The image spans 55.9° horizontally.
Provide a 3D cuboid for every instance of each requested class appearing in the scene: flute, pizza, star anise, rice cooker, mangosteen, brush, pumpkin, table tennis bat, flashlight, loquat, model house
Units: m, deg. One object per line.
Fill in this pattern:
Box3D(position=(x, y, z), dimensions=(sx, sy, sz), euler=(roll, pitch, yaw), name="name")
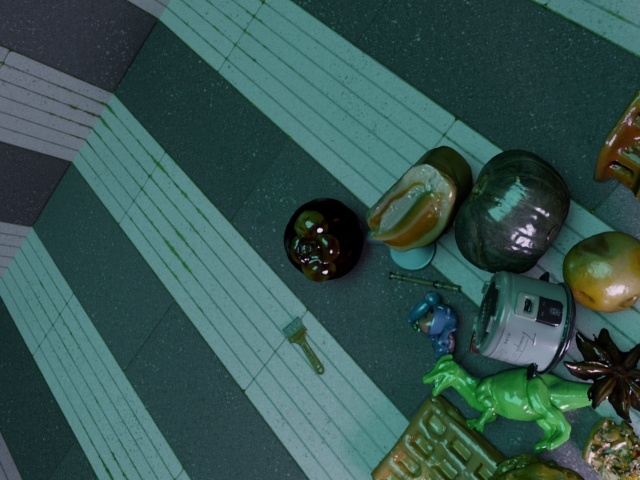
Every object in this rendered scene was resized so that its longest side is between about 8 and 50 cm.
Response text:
Box3D(position=(0.317, 0.128, 1.847), dimensions=(0.233, 0.027, 0.027), euler=(10, 87, 33), name="flute")
Box3D(position=(0.750, 0.550, 1.478), dimensions=(0.147, 0.069, 0.226), euler=(-47, 61, 15), name="pizza")
Box3D(position=(0.698, 0.333, 1.456), dimensions=(0.271, 0.272, 0.102), euler=(56, 150, 26), name="star anise")
Box3D(position=(0.520, 0.204, 1.515), dimensions=(0.227, 0.241, 0.280), euler=(15, 65, 4), name="rice cooker")
Box3D(position=(-0.002, -0.002, 1.918), dimensions=(0.233, 0.288, 0.287), euler=(30, 98, 37), name="mangosteen")
Box3D(position=(-0.051, 0.365, 2.047), dimensions=(0.082, 0.010, 0.218), euler=(-44, 62, 18), name="brush")
Box3D(position=(0.505, -0.070, 1.611), dimensions=(0.258, 0.291, 0.327), euler=(31, 117, -4), name="pumpkin")
Box3D(position=(0.251, 0.011, 1.905), dimensions=(0.237, 0.038, 0.148), euler=(13, 90, 29), name="table tennis bat")
Box3D(position=(0.311, 0.206, 1.825), dimensions=(0.129, 0.051, 0.051), euler=(-50, 60, 19), name="flashlight")
Box3D(position=(0.713, 0.072, 1.507), dimensions=(0.213, 0.213, 0.212), euler=(-6, 79, 31), name="loquat")
Box3D(position=(0.828, -0.212, 1.476), dimensions=(0.173, 0.268, 0.239), euler=(-45, 61, -5), name="model house")

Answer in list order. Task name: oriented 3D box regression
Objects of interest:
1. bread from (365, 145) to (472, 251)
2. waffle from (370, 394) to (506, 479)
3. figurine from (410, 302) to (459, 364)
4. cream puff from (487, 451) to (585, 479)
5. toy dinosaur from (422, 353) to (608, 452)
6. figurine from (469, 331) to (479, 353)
Box3D(position=(0.308, -0.119, 1.749), dimensions=(0.210, 0.341, 0.300), euler=(46, 121, -1), name="bread")
Box3D(position=(0.328, 0.659, 1.720), dimensions=(0.304, 0.078, 0.348), euler=(41, 104, 32), name="waffle")
Box3D(position=(0.333, 0.272, 1.766), dimensions=(0.145, 0.114, 0.178), euler=(-3, 89, 22), name="figurine")
Box3D(position=(0.523, 0.634, 1.510), dimensions=(0.282, 0.282, 0.185), euler=(-34, 48, 23), name="cream puff")
Box3D(position=(0.573, 0.350, 1.617), dimensions=(0.500, 0.144, 0.374), euler=(-42, 60, 3), name="toy dinosaur")
Box3D(position=(0.484, 0.248, 1.661), dimensions=(0.098, 0.082, 0.154), euler=(21, 52, 29), name="figurine")
